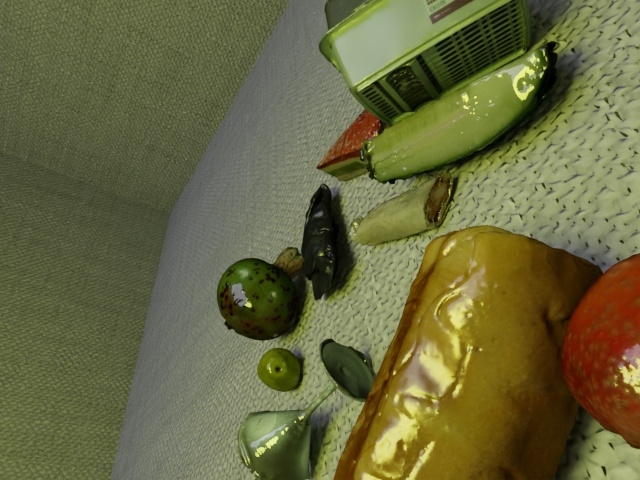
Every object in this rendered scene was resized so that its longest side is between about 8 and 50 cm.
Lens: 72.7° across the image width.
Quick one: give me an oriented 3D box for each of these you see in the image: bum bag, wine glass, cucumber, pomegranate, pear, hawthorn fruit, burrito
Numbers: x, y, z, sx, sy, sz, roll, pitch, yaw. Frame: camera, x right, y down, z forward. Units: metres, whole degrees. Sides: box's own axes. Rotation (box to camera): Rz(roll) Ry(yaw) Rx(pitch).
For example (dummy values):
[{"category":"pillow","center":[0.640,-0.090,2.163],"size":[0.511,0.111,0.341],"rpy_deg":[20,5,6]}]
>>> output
[{"category":"bum bag","center":[0.000,0.000,0.957],"size":[0.310,0.074,0.137],"rpy_deg":[-93,23,-51]},{"category":"wine glass","center":[-0.017,0.281,0.718],"size":[0.232,0.156,0.156],"rpy_deg":[-51,31,21]},{"category":"cucumber","center":[0.217,-0.180,0.664],"size":[0.325,0.145,0.105],"rpy_deg":[-21,98,53]},{"category":"pomegranate","center":[-0.124,0.113,1.004],"size":[0.248,0.202,0.202],"rpy_deg":[-46,21,-19]},{"category":"pear","center":[-0.085,0.267,0.905],"size":[0.097,0.092,0.092],"rpy_deg":[133,151,-67]},{"category":"hawthorn fruit","center":[0.298,0.033,0.296],"size":[0.285,0.165,0.165],"rpy_deg":[-62,27,13]},{"category":"burrito","center":[0.134,-0.041,0.754],"size":[0.226,0.060,0.087],"rpy_deg":[-23,50,54]}]

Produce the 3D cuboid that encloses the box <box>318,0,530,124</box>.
[{"category":"box","center":[0.157,-0.321,0.659],"size":[0.290,0.220,0.166],"rpy_deg":[-23,76,24]}]

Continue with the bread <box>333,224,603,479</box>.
[{"category":"bread","center":[0.151,0.162,0.436],"size":[0.149,0.195,0.344],"rpy_deg":[-176,107,-83]}]

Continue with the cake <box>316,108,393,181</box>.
[{"category":"cake","center":[0.082,-0.175,0.920],"size":[0.220,0.086,0.117],"rpy_deg":[-44,33,37]}]
